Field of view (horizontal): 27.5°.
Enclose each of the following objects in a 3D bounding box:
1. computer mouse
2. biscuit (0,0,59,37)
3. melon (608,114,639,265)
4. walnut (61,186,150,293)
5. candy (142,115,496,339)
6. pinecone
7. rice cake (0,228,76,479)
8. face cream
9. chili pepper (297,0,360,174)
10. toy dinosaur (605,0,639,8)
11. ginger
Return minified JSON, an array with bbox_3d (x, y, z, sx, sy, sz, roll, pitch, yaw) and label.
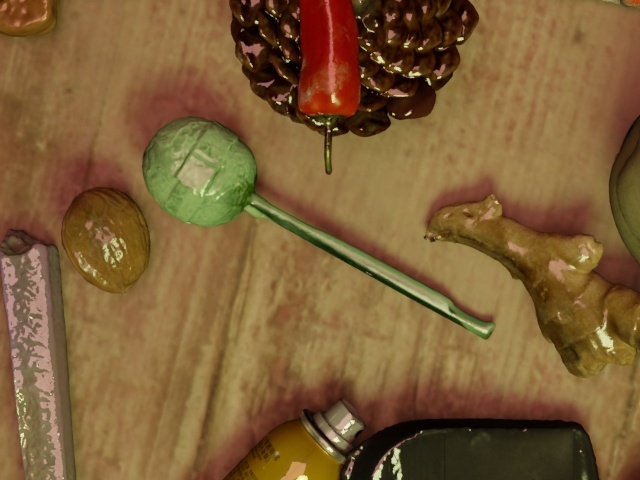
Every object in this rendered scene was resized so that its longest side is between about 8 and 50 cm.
[{"bbox_3d":[0.164,0.277,1.452,0.295,0.087,0.168,-1,99,-9],"label":"computer mouse"},{"bbox_3d":[-0.338,-0.399,1.508,0.312,0.057,0.351,-41,85,5],"label":"biscuit"},{"bbox_3d":[0.452,-0.040,1.331,0.330,0.268,0.269,18,92,26],"label":"melon"},{"bbox_3d":[-0.241,0.001,1.480,0.105,0.105,0.124,-20,89,5],"label":"walnut"},{"bbox_3d":[0.000,0.000,1.470,0.440,0.119,0.119,30,93,-4],"label":"candy"},{"bbox_3d":[0.021,-0.232,1.385,0.264,0.264,0.264,0,90,6],"label":"pinecone"},{"bbox_3d":[-0.317,0.182,1.504,0.064,0.070,0.399,-6,90,2],"label":"rice cake"},{"bbox_3d":[-0.083,0.314,1.465,0.105,0.105,0.349,44,94,4],"label":"face cream"},{"bbox_3d":[0.004,-0.196,1.224,0.063,0.071,0.272,-6,101,-7],"label":"chili pepper"},{"bbox_3d":[0.386,-0.290,1.440,0.279,0.055,0.101,-2,117,7],"label":"toy dinosaur"},{"bbox_3d":[0.266,0.055,1.432,0.333,0.081,0.148,39,137,16],"label":"ginger"}]
